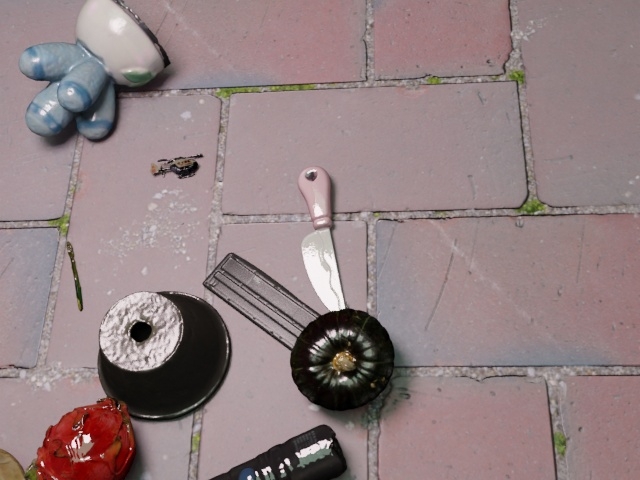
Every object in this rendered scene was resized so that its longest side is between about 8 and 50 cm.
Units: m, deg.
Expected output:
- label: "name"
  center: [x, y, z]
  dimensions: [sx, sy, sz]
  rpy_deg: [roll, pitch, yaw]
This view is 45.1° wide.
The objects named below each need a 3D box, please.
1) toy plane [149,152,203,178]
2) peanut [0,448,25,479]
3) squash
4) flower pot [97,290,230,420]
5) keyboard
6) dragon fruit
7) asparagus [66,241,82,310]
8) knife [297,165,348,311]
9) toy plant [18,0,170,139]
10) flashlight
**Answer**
- label: "toy plane"
  center: [-0.317, -0.163, 1.697]
  dimensions: [0.121, 0.031, 0.049]
  rpy_deg: [-12, 60, -1]
- label: "peanut"
  center: [-0.566, 0.487, 1.381]
  dimensions: [0.130, 0.130, 0.290]
  rpy_deg: [-37, 61, -10]
- label: "squash"
  center: [0.039, 0.218, 1.418]
  dimensions: [0.193, 0.156, 0.193]
  rpy_deg: [-4, 81, 25]
- label: "flower pot"
  center: [-0.319, 0.196, 1.463]
  dimensions: [0.269, 0.166, 0.268]
  rpy_deg: [-3, 65, 7]
- label: "keyboard"
  center: [-0.152, 0.099, 1.561]
  dimensions: [0.381, 0.041, 0.103]
  rpy_deg: [36, 74, 13]
- label: "dragon fruit"
  center: [-0.422, 0.385, 1.384]
  dimensions: [0.209, 0.172, 0.172]
  rpy_deg: [-45, 68, -2]
- label: "asparagus"
  center: [-0.517, 0.073, 1.623]
  dimensions: [0.016, 0.013, 0.166]
  rpy_deg: [-13, 65, -11]
- label: "knife"
  center: [-0.003, 0.000, 1.583]
  dimensions: [0.081, 0.043, 0.335]
  rpy_deg: [-11, 67, 8]
- label: "toy plant"
  center: [-0.527, -0.364, 1.712]
  dimensions: [0.247, 0.247, 0.332]
  rpy_deg: [37, 77, 20]
- label: "flashlight"
  center: [-0.159, 0.448, 1.368]
  dimensions: [0.424, 0.103, 0.103]
  rpy_deg: [-23, 65, -3]
